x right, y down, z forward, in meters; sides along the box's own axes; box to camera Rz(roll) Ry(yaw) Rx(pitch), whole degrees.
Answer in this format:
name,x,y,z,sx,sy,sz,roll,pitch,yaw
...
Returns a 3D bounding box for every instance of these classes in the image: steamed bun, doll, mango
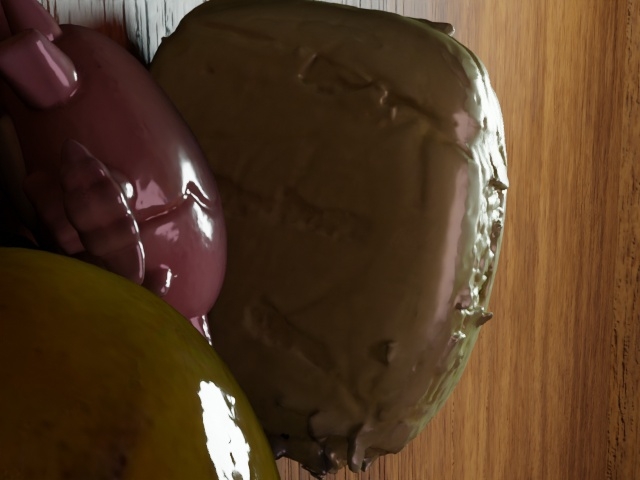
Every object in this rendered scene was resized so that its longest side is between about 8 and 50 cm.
name,x,y,z,sx,sy,sz,roll,pitch,yaw
steamed bun,0.000,0.000,1.146,0.166,0.232,0.272,20,78,-67
doll,-0.101,-0.028,0.927,0.211,0.093,0.262,64,0,-13
mango,-0.121,0.175,0.818,0.445,0.232,0.300,72,23,-69

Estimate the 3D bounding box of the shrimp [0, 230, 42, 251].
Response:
name,x,y,z,sx,sy,sz,roll,pitch,yaw
shrimp,-0.133,0.048,0.980,0.174,0.082,0.076,65,39,-48
